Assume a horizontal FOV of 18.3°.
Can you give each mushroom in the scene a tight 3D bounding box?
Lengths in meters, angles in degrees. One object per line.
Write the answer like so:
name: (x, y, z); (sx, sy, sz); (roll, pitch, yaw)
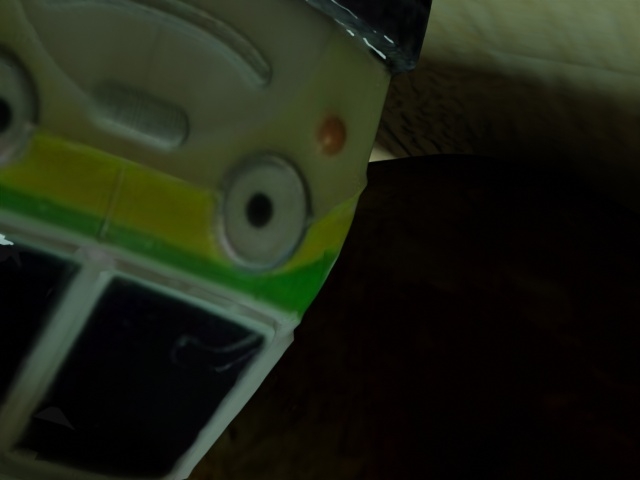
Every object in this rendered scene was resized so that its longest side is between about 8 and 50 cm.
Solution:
mushroom: (0.094, 0.130, 0.667); (0.239, 0.345, 0.345); (-1, 164, 29)

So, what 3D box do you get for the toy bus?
toy bus: (-0.121, -0.010, 0.546); (0.143, 0.179, 0.305); (21, 169, -30)
